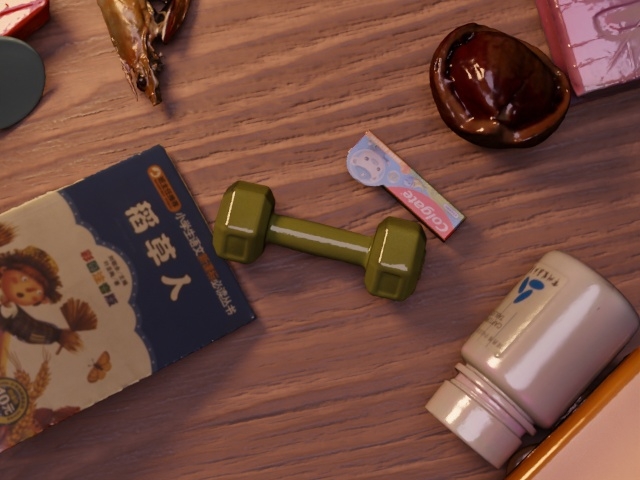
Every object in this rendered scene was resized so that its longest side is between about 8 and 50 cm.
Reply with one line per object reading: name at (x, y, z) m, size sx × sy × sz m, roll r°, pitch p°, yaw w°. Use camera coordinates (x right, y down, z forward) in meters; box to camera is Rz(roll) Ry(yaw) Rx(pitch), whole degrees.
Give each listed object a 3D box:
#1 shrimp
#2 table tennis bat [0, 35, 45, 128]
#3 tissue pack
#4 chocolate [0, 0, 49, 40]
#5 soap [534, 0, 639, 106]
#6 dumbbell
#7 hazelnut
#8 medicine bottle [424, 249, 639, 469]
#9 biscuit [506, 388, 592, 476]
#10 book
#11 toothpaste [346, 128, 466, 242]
shrimp at (-0.252, -0.342, 1.741) m, size 0.152 × 0.063 × 0.287 m, roll -15°, pitch 82°, yaw -12°
table tennis bat at (-0.497, -0.238, 1.655) m, size 0.153 × 0.244 × 0.040 m, roll -51°, pitch 53°, yaw 10°
tissue pack at (0.375, 0.286, 1.542) m, size 0.274 × 0.194 × 0.145 m, roll -43°, pitch 76°, yaw -4°
chocolate at (-0.549, -0.355, 1.723) m, size 0.235 × 0.108 × 0.237 m, roll -41°, pitch 83°, yaw -2°
soap at (0.414, -0.378, 1.701) m, size 0.193 × 0.109 × 0.323 m, roll -15°, pitch 83°, yaw -1°
dumbbell at (0.000, 0.000, 1.667) m, size 0.302 × 0.121 × 0.108 m, roll 13°, pitch 44°, yaw 4°
hazelnut at (0.256, -0.217, 1.661) m, size 0.202 × 0.160 × 0.170 m, roll 12°, pitch 84°, yaw 14°
medicine bottle at (0.291, 0.168, 1.614) m, size 0.170 × 0.170 × 0.293 m, roll 41°, pitch 86°, yaw 5°
biscuit at (0.444, 0.372, 1.649) m, size 0.355 × 0.052 × 0.275 m, roll 41°, pitch 86°, yaw 6°
book at (-0.340, 0.076, 1.633) m, size 0.428 × 0.039 × 0.300 m, roll -27°, pitch 84°, yaw -23°
toothpaste at (0.120, -0.072, 1.707) m, size 0.193 × 0.044 × 0.070 m, roll 43°, pitch 88°, yaw 5°
